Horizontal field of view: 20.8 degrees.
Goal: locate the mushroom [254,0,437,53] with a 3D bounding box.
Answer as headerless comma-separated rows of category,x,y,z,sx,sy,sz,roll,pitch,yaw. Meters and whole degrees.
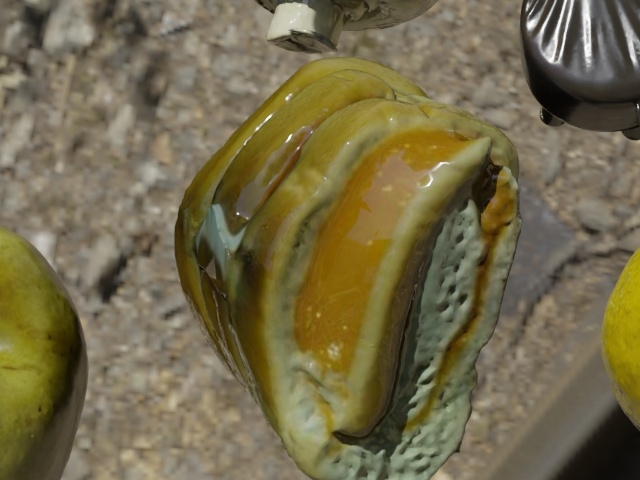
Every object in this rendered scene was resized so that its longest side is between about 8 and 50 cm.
mushroom,0.005,-0.279,1.728,0.246,0.246,0.202,3,69,47

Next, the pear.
pear,-0.332,0.124,1.331,0.304,0.304,0.304,-11,74,45

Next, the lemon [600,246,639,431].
lemon,0.412,0.097,1.700,0.322,0.268,0.268,33,107,60

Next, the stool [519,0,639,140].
stool,0.196,-0.164,1.249,0.125,0.121,0.217,-18,74,1

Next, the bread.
bread,0.000,0.000,1.411,0.301,0.210,0.341,-69,23,15
